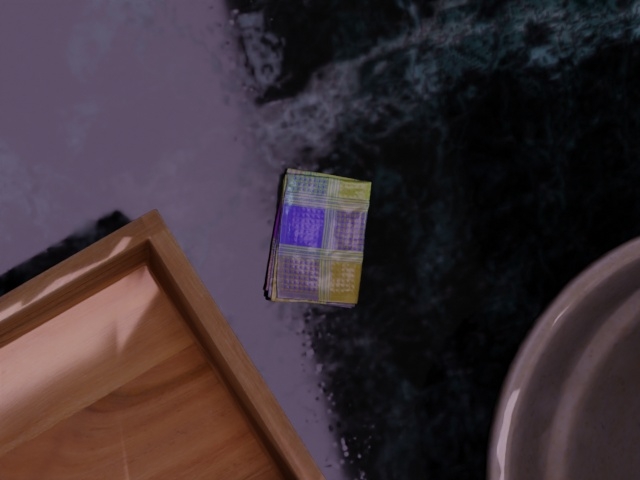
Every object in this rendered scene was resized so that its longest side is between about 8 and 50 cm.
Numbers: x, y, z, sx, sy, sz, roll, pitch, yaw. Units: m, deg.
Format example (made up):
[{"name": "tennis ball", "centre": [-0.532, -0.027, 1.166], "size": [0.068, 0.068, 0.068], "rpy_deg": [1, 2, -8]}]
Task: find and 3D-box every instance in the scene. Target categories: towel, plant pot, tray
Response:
[{"name": "towel", "centre": [0.000, 0.000, 1.207], "size": [0.060, 0.009, 0.083], "rpy_deg": [9, 89, -15]}, {"name": "plant pot", "centre": [0.305, 0.155, 1.144], "size": [0.333, 0.305, 0.334], "rpy_deg": [0, 91, -16]}, {"name": "tray", "centre": [-0.217, 0.175, 1.089], "size": [0.411, 0.076, 0.203], "rpy_deg": [-31, 80, -13]}]
